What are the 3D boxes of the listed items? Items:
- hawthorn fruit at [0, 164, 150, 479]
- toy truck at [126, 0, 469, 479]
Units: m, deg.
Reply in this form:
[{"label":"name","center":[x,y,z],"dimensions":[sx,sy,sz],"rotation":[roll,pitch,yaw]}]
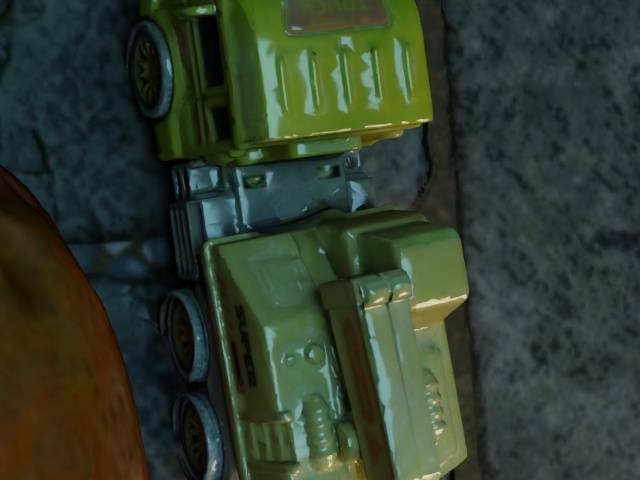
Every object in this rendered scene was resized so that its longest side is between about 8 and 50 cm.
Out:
[{"label":"hawthorn fruit","center":[-0.199,0.062,0.788],"dimensions":[0.277,0.277,0.298],"rotation":[23,69,-24]},{"label":"toy truck","center":[0.000,0.000,0.942],"dimensions":[0.124,0.157,0.272],"rotation":[-8,92,-27]}]
